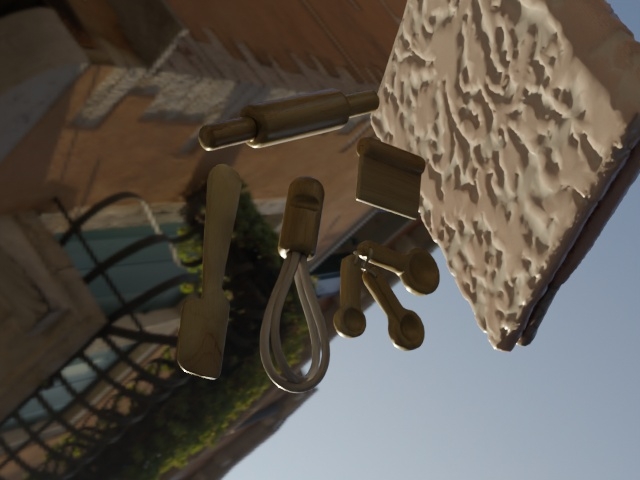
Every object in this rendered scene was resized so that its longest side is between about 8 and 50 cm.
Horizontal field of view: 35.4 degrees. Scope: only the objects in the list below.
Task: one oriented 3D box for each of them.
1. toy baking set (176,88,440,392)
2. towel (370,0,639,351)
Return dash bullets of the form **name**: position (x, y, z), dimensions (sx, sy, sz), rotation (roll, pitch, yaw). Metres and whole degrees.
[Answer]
- **toy baking set**: position (-0.001, -0.007, 0.675), dimensions (0.030, 0.256, 0.197), rotation (-26, -99, 48)
- **towel**: position (0.157, -0.117, 0.889), dimensions (0.317, 0.053, 0.332), rotation (107, -33, -46)
